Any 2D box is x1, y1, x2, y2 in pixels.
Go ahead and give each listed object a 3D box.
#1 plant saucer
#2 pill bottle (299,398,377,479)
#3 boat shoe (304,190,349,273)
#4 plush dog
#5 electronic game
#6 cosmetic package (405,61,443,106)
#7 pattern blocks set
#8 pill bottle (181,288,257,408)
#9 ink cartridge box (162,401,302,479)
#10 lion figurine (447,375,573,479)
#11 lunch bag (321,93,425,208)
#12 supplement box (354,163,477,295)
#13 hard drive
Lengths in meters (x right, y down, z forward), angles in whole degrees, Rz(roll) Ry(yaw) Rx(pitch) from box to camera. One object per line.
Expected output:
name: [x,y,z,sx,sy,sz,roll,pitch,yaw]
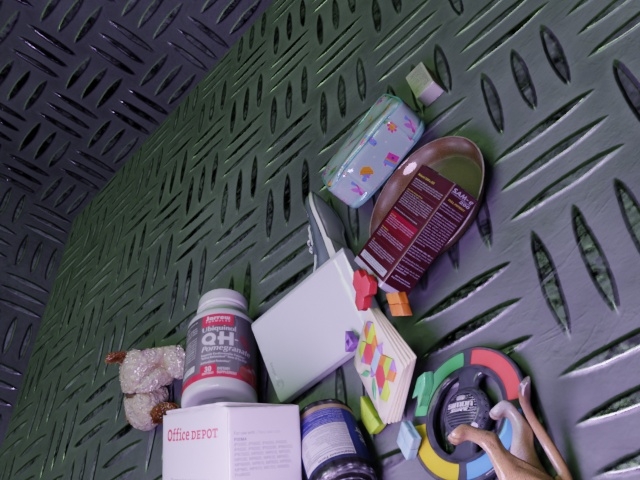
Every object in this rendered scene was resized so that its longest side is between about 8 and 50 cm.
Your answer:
plant saucer: [0.228,-0.074,1.437,0.310,0.050,0.311,-36,36,32]
pill bottle: [0.029,0.399,1.221,0.123,0.122,0.219,-49,32,16]
boat shoe: [0.000,0.000,1.638,0.099,0.116,0.319,-41,39,19]
plush dog: [-0.494,0.420,1.935,0.262,0.210,0.226,-19,74,50]
electronic game: [0.236,0.279,1.102,0.229,0.048,0.229,-37,36,33]
cosmetic package: [0.255,-0.384,1.687,0.060,0.041,0.115,-42,34,24]
pattern blocks set: [0.109,0.217,1.230,0.325,0.026,0.286,-141,55,-64]
pill bottle: [-0.241,0.276,1.675,0.176,0.176,0.319,-41,35,27]
ink cartridge box: [-0.165,0.497,1.248,0.279,0.160,0.385,-23,65,51]
lion figurine: [0.223,0.396,0.919,0.392,0.142,0.240,-48,60,5]
lunch bag: [0.124,-0.218,1.639,0.279,0.108,0.224,-50,14,7]
supplement box: [0.181,-0.018,1.335,0.239,0.073,0.130,-55,30,8]
hard drive: [-0.010,0.187,1.487,0.307,0.040,0.203,-41,58,26]
